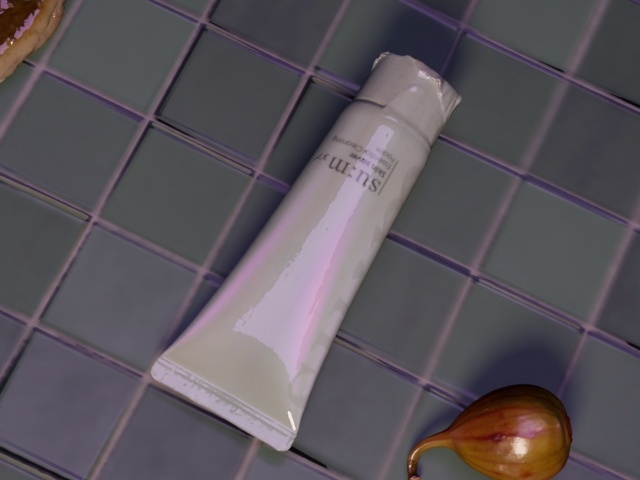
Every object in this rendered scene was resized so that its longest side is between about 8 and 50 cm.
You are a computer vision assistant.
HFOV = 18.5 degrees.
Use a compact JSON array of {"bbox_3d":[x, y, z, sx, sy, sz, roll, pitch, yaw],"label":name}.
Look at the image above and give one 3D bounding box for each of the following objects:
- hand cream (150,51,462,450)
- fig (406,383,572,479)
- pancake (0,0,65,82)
[{"bbox_3d":[0.000,0.000,0.971,0.078,0.050,0.205,29,74,5],"label":"hand cream"},{"bbox_3d":[0.080,0.098,0.947,0.083,0.050,0.050,-16,71,9],"label":"fig"},{"bbox_3d":[-0.205,-0.142,1.010,0.158,0.028,0.158,1,70,-3],"label":"pancake"}]
